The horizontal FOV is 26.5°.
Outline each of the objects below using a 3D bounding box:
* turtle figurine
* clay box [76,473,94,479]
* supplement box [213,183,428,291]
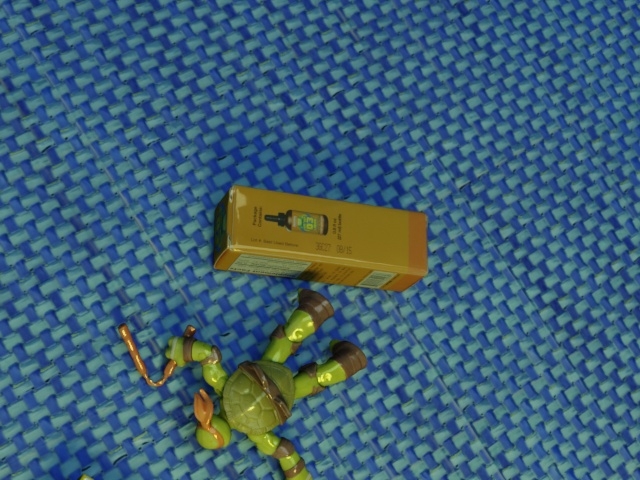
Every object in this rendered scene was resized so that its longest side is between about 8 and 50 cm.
[{"bbox_3d":[-0.066,0.145,1.430,0.217,0.087,0.269,-40,89,-27],"label":"turtle figurine"},{"bbox_3d":[-0.238,0.355,1.315,0.127,0.053,0.222,34,65,-7],"label":"clay box"},{"bbox_3d":[0.000,0.000,1.510,0.233,0.080,0.078,9,69,-19],"label":"supplement box"}]
